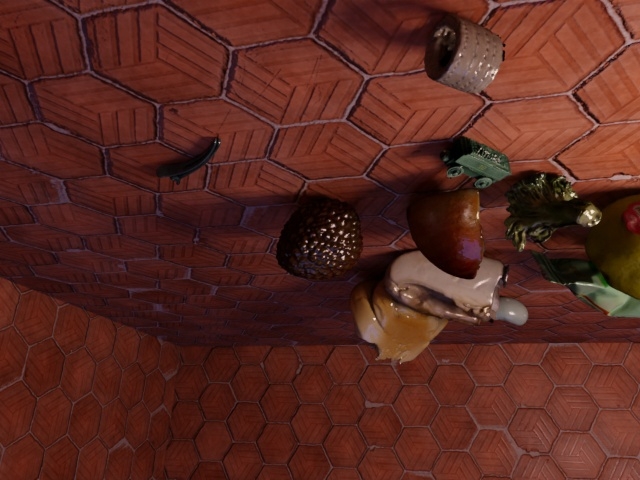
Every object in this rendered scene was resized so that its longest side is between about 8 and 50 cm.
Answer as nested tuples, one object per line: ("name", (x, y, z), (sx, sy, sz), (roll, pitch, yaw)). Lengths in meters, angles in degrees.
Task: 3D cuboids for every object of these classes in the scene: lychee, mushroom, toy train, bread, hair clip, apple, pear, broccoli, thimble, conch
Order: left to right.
("hair clip", (-0.306, -0.196, 1.276), (0.229, 0.039, 0.070), (-22, 149, 37))
("lychee", (0.000, 0.000, 1.446), (0.271, 0.236, 0.236), (-29, 180, -37))
("bread", (0.303, 0.303, 2.052), (0.245, 0.329, 0.424), (-18, 144, 41))
("mushroom", (0.422, 0.159, 1.885), (0.397, 0.224, 0.313), (12, 168, 4))
("apple", (0.342, -0.024, 1.396), (0.254, 0.179, 0.346), (39, 175, 10))
("thimble", (0.230, -0.299, 0.846), (0.090, 0.115, 0.102), (12, 159, -20))
("toy train", (0.356, -0.178, 1.201), (0.172, 0.070, 0.099), (16, 147, -28))
("conch", (0.788, 0.307, 2.289), (0.221, 0.121, 0.185), (6, 162, 7))
("broccoli", (0.528, -0.059, 1.249), (0.198, 0.177, 0.275), (-30, -171, 19))
("pear", (0.878, 0.003, 1.339), (0.375, 0.287, 0.287), (-24, 154, 6))

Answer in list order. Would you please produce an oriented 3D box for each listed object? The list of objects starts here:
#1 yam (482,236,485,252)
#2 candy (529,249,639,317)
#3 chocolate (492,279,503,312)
("yam", (0.491, 0.004, 1.660), (0.054, 0.054, 0.132), (-6, 156, 21))
("candy", (0.871, 0.129, 1.662), (0.398, 0.172, 0.263), (20, -169, -2))
("chocolate", (0.637, 0.235, 2.095), (0.221, 0.147, 0.221), (1, 162, 0))
